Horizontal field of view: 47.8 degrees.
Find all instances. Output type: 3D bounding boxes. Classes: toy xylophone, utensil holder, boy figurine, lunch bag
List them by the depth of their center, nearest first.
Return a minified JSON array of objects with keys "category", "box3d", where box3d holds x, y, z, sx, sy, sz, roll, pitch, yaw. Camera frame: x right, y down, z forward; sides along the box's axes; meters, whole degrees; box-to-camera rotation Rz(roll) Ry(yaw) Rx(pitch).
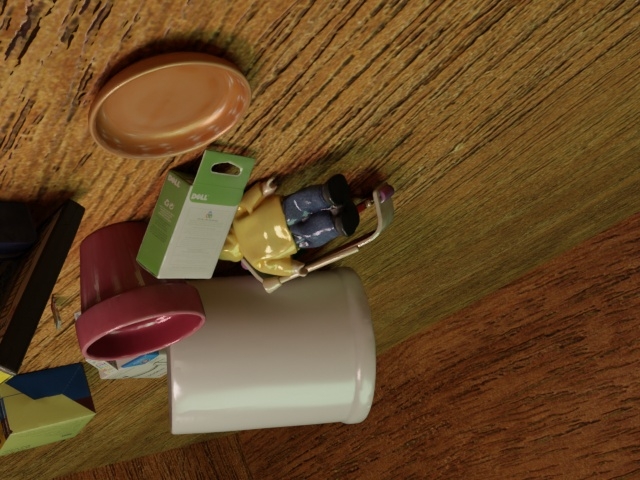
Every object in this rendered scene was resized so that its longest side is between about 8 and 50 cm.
[{"category":"lunch bag","box3d":[-0.440,-0.010,0.983,0.065,0.067,0.098,-34,160,35]},{"category":"boy figurine","box3d":[-0.078,-0.015,1.221,0.285,0.177,0.092,-18,-166,27]},{"category":"toy xylophone","box3d":[0.000,0.000,1.347,0.322,0.081,0.236,-27,-177,12]},{"category":"utensil holder","box3d":[-0.118,0.224,1.482,0.385,0.328,0.327,-2,156,-13]}]

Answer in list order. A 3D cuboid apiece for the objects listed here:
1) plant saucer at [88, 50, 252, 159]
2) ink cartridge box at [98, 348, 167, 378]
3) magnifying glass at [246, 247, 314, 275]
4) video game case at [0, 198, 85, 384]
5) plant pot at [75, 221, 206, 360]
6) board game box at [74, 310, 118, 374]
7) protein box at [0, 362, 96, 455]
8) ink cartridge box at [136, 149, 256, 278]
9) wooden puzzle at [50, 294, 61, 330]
[{"category":"plant saucer","box3d":[-0.183,-0.166,0.879,0.200,0.037,0.200,-19,162,-7]},{"category":"ink cartridge box","box3d":[-0.409,0.265,1.721,0.148,0.086,0.203,-29,158,22]},{"category":"magnifying glass","box3d":[-0.055,0.022,1.540,0.231,0.026,0.092,-24,160,13]},{"category":"video game case","box3d":[-0.439,0.101,0.994,0.035,0.275,0.248,35,131,-29]},{"category":"plant pot","box3d":[-0.309,0.078,1.182,0.201,0.180,0.201,-19,161,-7]},{"category":"board game box","box3d":[-0.464,0.213,1.500,0.026,0.103,0.154,-19,161,-7]},{"category":"protein box","box3d":[-0.682,0.410,1.749,0.199,0.136,0.201,-7,156,-37]},{"category":"ink cartridge box","box3d":[-0.188,-0.046,1.095,0.109,0.062,0.209,4,113,-51]},{"category":"wooden puzzle","box3d":[-0.493,0.136,1.345,0.006,0.049,0.083,-13,159,-28]}]
